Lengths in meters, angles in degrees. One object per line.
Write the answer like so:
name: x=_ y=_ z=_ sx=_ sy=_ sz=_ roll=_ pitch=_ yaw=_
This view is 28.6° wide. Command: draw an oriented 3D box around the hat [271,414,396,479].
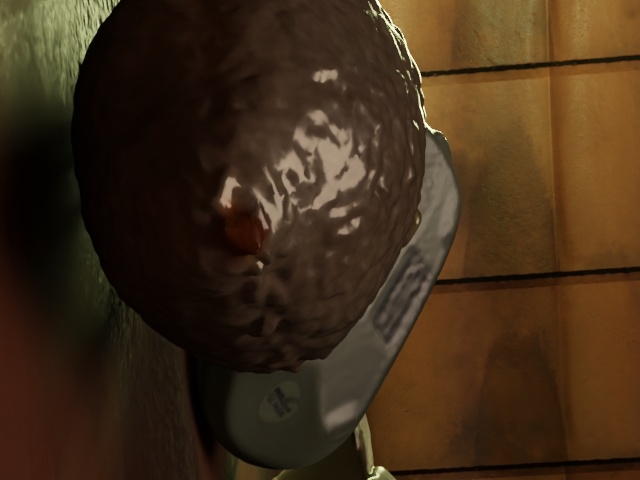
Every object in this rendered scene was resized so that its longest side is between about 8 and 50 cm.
hat: x=0.033 y=0.260 z=1.147 sx=0.219 sy=0.164 sz=0.226 roll=-55 pitch=-177 yaw=32

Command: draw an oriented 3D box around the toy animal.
toy animal: x=-0.035 y=-0.045 z=0.680 sx=0.358 sy=0.188 sz=0.227 roll=-83 pitch=163 yaw=-67

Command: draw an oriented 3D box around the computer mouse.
computer mouse: x=0.007 y=0.034 z=1.043 sx=0.331 sy=0.095 sz=0.197 roll=-56 pitch=138 yaw=-26
